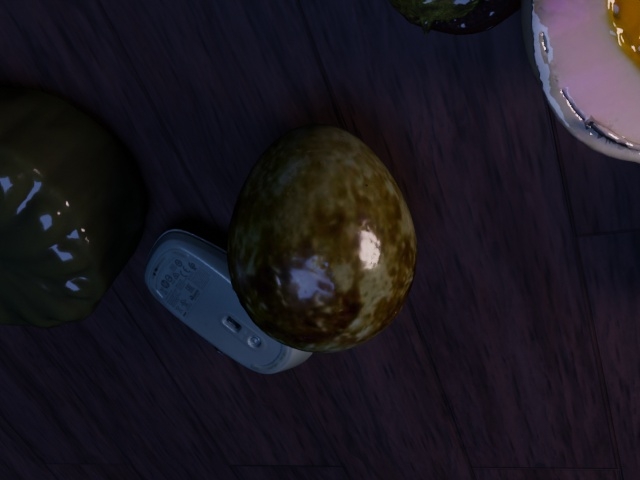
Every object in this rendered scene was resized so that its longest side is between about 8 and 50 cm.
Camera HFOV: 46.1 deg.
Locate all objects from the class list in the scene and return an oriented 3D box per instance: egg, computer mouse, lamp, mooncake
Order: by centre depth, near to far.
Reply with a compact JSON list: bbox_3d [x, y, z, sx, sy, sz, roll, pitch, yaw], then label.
[{"bbox_3d":[0.293,-0.228,0.690,0.264,0.174,0.286,-9,111,-6],"label":"egg"},{"bbox_3d":[0.133,-0.268,0.728,0.156,0.135,0.157,25,130,-3],"label":"lamp"},{"bbox_3d":[0.000,0.000,0.933,0.238,0.238,0.289,3,120,16],"label":"egg"},{"bbox_3d":[-0.442,-0.039,1.078,0.356,0.194,0.356,9,131,10],"label":"mooncake"},{"bbox_3d":[-0.129,0.088,1.147,0.288,0.097,0.159,38,133,0],"label":"computer mouse"}]
